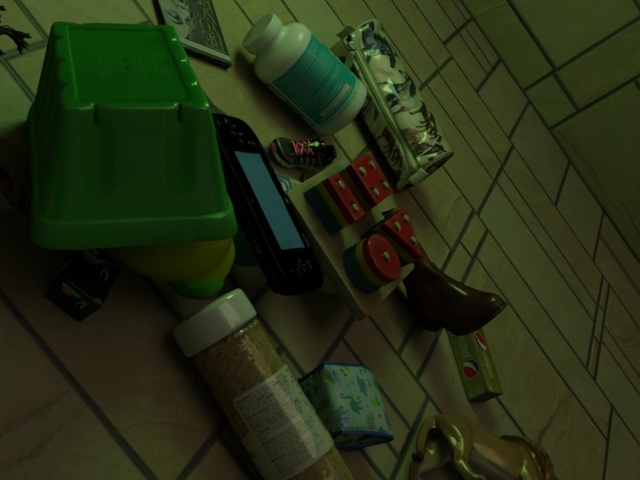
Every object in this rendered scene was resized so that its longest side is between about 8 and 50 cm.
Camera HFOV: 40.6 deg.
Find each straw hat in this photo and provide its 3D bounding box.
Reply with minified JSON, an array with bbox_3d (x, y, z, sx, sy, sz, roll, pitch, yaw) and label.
[{"bbox_3d":[-0.409,-0.062,1.108,0.144,0.061,0.144,60,7,-11],"label":"straw hat"}]

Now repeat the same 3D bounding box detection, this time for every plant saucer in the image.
[{"bbox_3d":[-0.009,-0.101,1.753,0.083,0.015,0.083,35,39,-34],"label":"plant saucer"}]

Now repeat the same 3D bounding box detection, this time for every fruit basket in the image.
[{"bbox_3d":[-0.247,-0.074,1.172,0.283,0.392,0.392,-3,60,-18],"label":"fruit basket"}]

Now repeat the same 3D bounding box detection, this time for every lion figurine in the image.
[{"bbox_3d":[0.308,0.414,1.641,0.392,0.142,0.240,38,29,-22],"label":"lion figurine"}]

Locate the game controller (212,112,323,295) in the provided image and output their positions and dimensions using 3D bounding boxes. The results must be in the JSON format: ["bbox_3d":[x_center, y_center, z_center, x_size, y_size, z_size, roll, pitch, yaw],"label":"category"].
[{"bbox_3d":[-0.091,-0.059,1.392,0.166,0.067,0.319,-12,75,-61],"label":"game controller"}]

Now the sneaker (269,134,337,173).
[{"bbox_3d":[-0.030,-0.182,1.737,0.170,0.075,0.063,12,54,-50],"label":"sneaker"}]

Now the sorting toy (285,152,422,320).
[{"bbox_3d":[0.080,-0.024,1.570,0.255,0.089,0.257,57,31,-3],"label":"sorting toy"}]

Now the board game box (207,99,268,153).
[{"bbox_3d":[-0.195,-0.219,1.514,0.201,0.035,0.136,34,7,-33],"label":"board game box"}]

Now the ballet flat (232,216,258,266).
[{"bbox_3d":[-0.189,-0.043,1.400,0.248,0.086,0.086,35,38,-32],"label":"ballet flat"}]

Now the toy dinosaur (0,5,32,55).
[{"bbox_3d":[-0.488,-0.306,1.221,0.118,0.064,0.268,-11,69,-50],"label":"toy dinosaur"}]

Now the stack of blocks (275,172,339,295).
[{"bbox_3d":[0.000,0.000,1.609,0.297,0.087,0.171,17,51,-48],"label":"stack of blocks"}]

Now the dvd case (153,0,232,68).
[{"bbox_3d":[-0.261,-0.451,1.700,0.165,0.018,0.221,11,55,-51],"label":"dvd case"}]

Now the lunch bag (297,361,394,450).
[{"bbox_3d":[0.049,0.275,1.434,0.151,0.096,0.128,8,56,-40],"label":"lunch bag"}]

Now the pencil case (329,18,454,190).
[{"bbox_3d":[0.163,-0.317,2.043,0.184,0.160,0.410,-17,77,-57],"label":"pencil case"}]

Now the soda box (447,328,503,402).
[{"bbox_3d":[0.334,0.258,1.884,0.061,0.058,0.181,18,50,-47],"label":"soda box"}]

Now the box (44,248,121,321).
[{"bbox_3d":[-0.315,0.054,1.155,0.062,0.052,0.083,44,35,-23],"label":"box"}]

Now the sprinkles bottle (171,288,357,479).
[{"bbox_3d":[-0.075,0.247,1.258,0.355,0.121,0.121,58,31,0],"label":"sprinkles bottle"}]

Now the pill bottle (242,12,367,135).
[{"bbox_3d":[-0.037,-0.350,1.804,0.264,0.146,0.146,40,36,-28],"label":"pill bottle"}]

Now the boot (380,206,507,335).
[{"bbox_3d":[0.223,0.047,1.727,0.096,0.264,0.280,-35,101,-19],"label":"boot"}]
